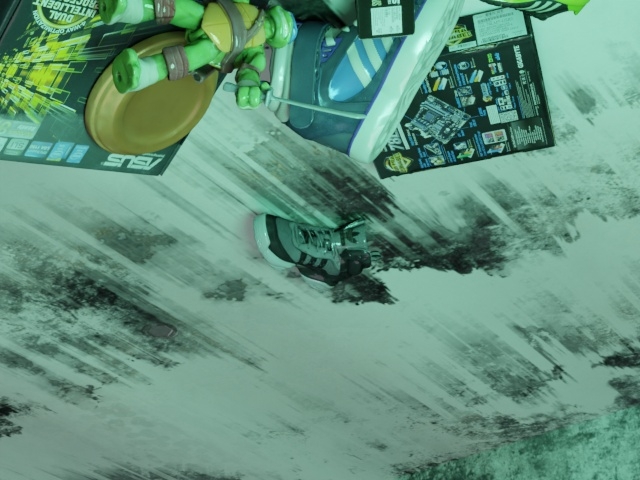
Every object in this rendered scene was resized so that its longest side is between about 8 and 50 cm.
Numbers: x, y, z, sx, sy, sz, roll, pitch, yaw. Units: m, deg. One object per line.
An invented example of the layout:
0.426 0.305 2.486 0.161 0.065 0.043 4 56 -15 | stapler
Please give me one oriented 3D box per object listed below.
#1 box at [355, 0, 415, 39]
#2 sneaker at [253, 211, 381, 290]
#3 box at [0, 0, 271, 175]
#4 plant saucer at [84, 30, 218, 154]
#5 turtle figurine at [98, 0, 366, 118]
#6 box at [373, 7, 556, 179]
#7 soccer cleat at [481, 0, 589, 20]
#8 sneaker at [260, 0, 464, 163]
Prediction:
0.078 -0.375 1.809 0.077 0.147 0.180 -5 148 1 | box
0.000 0.000 2.457 0.153 0.101 0.268 -21 151 24 | sneaker
-0.292 -0.244 1.818 0.395 0.097 0.318 5 129 -51 | box
-0.216 -0.186 1.849 0.200 0.037 0.200 -30 150 -20 | plant saucer
-0.113 -0.265 1.690 0.266 0.274 0.198 -11 119 -29 | turtle figurine
0.198 -0.220 2.146 0.293 0.073 0.295 -10 148 12 | box
0.296 -0.342 1.974 0.178 0.060 0.072 -1 150 -11 | soccer cleat
0.041 -0.291 1.964 0.323 0.236 0.130 -62 168 13 | sneaker
